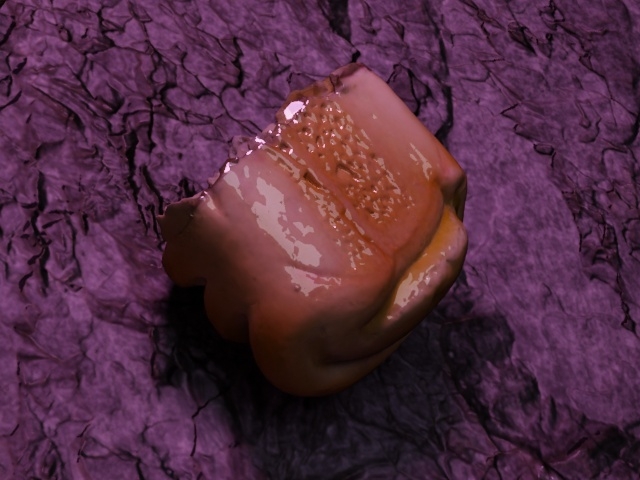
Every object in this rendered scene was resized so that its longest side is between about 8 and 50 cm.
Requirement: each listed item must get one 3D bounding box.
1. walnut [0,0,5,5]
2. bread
[{"bbox_3d":[-0.391,-0.286,1.764,0.198,0.198,0.245,39,46,-1],"label":"walnut"},{"bbox_3d":[0.000,0.000,1.795,0.270,0.211,0.315,49,59,-3],"label":"bread"}]
